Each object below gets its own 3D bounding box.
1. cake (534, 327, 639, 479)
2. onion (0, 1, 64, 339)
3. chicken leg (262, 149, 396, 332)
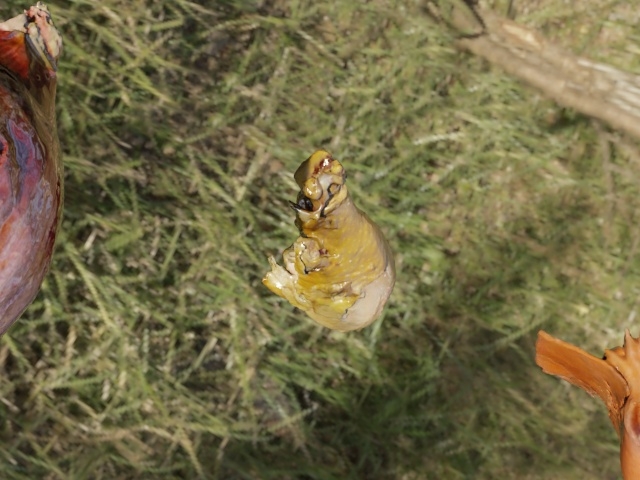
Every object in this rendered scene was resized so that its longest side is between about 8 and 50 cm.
[{"bbox_3d":[0.197,0.120,0.345,0.098,0.287,0.135,-29,129,-19],"label":"cake"},{"bbox_3d":[-0.173,-0.027,0.420,0.195,0.159,0.159,-48,143,-19],"label":"onion"},{"bbox_3d":[0.003,0.000,0.836,0.085,0.101,0.207,-62,155,-26],"label":"chicken leg"}]
